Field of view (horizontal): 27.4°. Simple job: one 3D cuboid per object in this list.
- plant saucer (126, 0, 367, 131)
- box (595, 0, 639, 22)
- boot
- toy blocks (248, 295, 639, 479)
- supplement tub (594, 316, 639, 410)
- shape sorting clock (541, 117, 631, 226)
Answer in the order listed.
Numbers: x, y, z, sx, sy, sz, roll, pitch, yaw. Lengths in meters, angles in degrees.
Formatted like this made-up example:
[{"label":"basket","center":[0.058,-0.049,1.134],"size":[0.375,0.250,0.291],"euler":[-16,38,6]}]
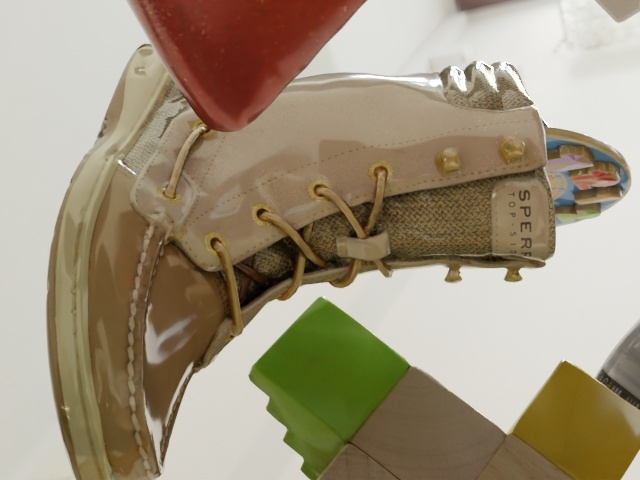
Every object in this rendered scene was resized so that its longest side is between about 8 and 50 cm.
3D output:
[{"label":"plant saucer","center":[-0.014,-0.202,0.302],"size":[0.048,0.258,0.259],"euler":[4,-132,-52]},{"label":"box","center":[0.336,-0.427,1.334],"size":[0.168,0.215,0.345],"euler":[36,-138,-26]},{"label":"boot","center":[0.000,0.000,0.461],"size":[0.213,0.165,0.077],"euler":[-83,-6,-51]},{"label":"toy blocks","center":[0.094,0.232,0.588],"size":[0.191,0.381,0.261],"euler":[-46,-12,-35]},{"label":"supplement tub","center":[0.321,0.141,1.054],"size":[0.117,0.190,0.117],"euler":[-45,-19,-21]},{"label":"shape sorting clock","center":[0.132,-0.040,1.002],"size":[0.206,0.206,0.040],"euler":[32,-130,-54]}]
